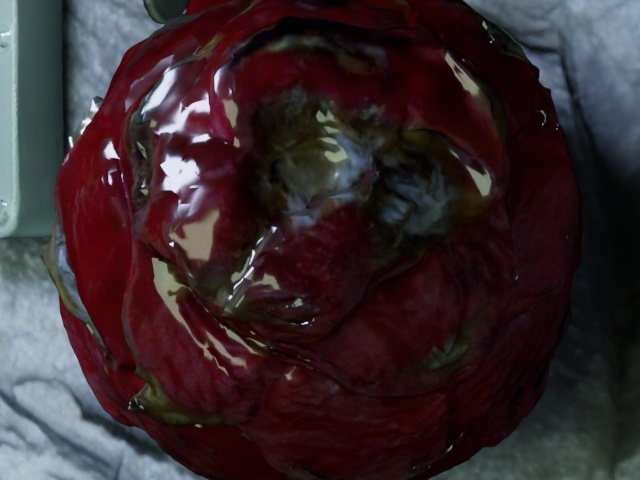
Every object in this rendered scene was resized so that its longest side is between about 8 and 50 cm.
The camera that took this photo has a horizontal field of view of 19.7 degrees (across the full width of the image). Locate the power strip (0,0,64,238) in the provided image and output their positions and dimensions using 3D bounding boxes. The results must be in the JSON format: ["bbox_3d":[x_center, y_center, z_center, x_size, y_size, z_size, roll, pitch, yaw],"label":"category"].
[{"bbox_3d":[-0.242,-0.193,1.393,0.091,0.062,0.385,-1,89,38],"label":"power strip"}]

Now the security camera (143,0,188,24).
[{"bbox_3d":[-0.072,-0.170,1.274,0.092,0.058,0.058,11,95,29],"label":"security camera"}]

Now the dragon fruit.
[{"bbox_3d":[0.000,-0.003,1.049,0.329,0.329,0.329,-1,88,37],"label":"dragon fruit"}]
